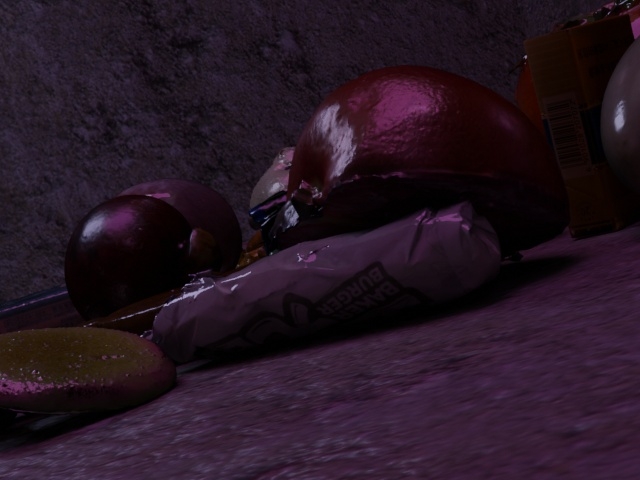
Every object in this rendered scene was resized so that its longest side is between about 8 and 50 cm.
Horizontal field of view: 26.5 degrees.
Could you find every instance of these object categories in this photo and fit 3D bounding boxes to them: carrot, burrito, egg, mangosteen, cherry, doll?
[{"bbox_3d":[-0.081,-0.026,2.526,0.061,0.061,0.209,-20,-16,-43],"label":"carrot"},{"bbox_3d":[-0.014,0.051,1.399,0.445,0.101,0.139,-17,-2,29],"label":"burrito"},{"bbox_3d":[0.411,-0.142,1.446,0.295,0.218,0.218,-29,10,-35],"label":"egg"},{"bbox_3d":[-0.240,0.039,1.962,0.257,0.215,0.215,3,11,20],"label":"mangosteen"},{"bbox_3d":[-0.263,0.019,2.215,0.261,0.221,0.307,-18,21,14],"label":"cherry"},{"bbox_3d":[0.022,-0.087,2.255,0.278,0.149,0.175,-2,-16,-21],"label":"doll"}]

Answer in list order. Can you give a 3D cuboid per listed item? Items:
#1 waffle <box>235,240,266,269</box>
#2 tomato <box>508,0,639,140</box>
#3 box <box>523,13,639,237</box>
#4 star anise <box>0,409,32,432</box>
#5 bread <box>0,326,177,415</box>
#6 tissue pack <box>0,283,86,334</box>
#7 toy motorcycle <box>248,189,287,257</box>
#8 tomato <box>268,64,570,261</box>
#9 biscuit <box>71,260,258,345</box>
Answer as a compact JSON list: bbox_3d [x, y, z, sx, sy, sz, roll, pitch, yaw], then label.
[{"bbox_3d":[0.000,0.000,2.400,0.325,0.068,0.302,-19,0,44],"label":"waffle"},{"bbox_3d":[0.436,-0.193,1.807,0.341,0.273,0.341,-30,8,5],"label":"tomato"},{"bbox_3d":[0.328,-0.136,1.586,0.070,0.237,0.152,-7,9,41],"label":"box"},{"bbox_3d":[-0.393,0.167,1.480,0.214,0.099,0.220,-3,6,-2],"label":"star anise"},{"bbox_3d":[-0.256,0.124,1.365,0.228,0.033,0.228,4,12,-1],"label":"bread"},{"bbox_3d":[-0.525,0.154,2.204,0.315,0.103,0.228,-17,2,-18],"label":"tissue pack"},{"bbox_3d":[0.051,-0.074,2.076,0.331,0.196,0.125,-27,14,2],"label":"toy motorcycle"},{"bbox_3d":[0.108,-0.079,1.462,0.289,0.176,0.335,10,-21,-20],"label":"tomato"},{"bbox_3d":[-0.144,0.088,1.703,0.350,0.070,0.394,-19,3,7],"label":"biscuit"}]
